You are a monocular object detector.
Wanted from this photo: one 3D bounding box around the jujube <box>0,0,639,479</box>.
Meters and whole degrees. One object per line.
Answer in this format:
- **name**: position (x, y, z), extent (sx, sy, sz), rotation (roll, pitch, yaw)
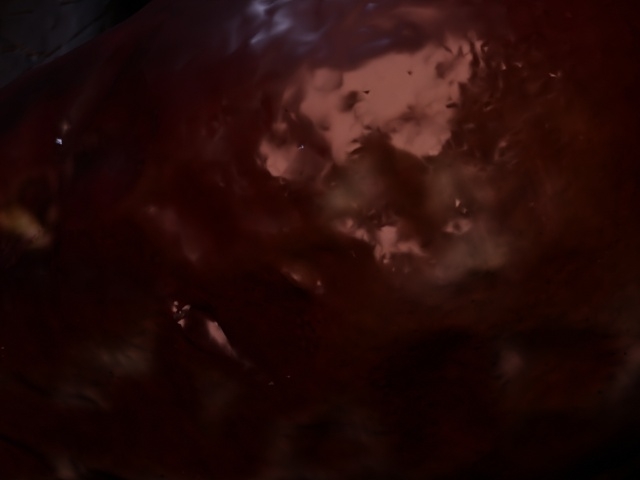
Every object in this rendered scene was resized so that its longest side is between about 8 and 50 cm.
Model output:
- **jujube**: position (0.000, 0.000, 0.607), extent (0.318, 0.223, 0.223), rotation (-15, 55, 28)
